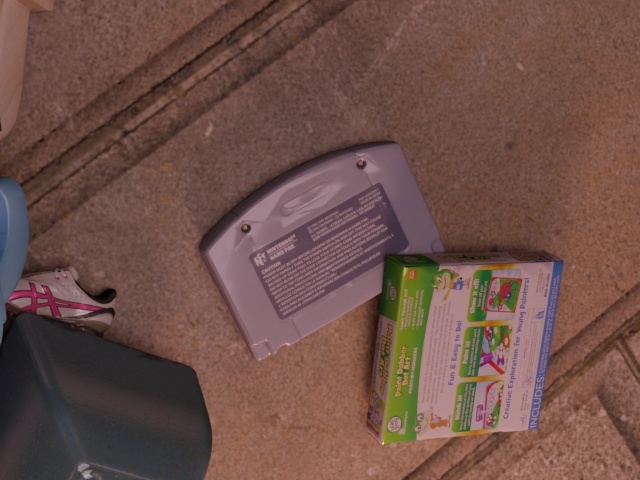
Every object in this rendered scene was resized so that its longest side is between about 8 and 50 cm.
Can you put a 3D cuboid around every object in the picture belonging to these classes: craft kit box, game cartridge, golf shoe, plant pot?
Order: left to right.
[{"bbox_3d":[-0.333,0.062,1.696,0.186,0.067,0.086,26,84,-31],"label":"golf shoe"},{"bbox_3d":[-0.264,0.273,1.618,0.247,0.252,0.248,22,102,-28],"label":"plant pot"},{"bbox_3d":[0.000,0.000,1.813,0.294,0.060,0.196,-29,110,-14],"label":"game cartridge"},{"bbox_3d":[0.191,0.140,1.874,0.246,0.061,0.250,-2,108,-28],"label":"craft kit box"}]

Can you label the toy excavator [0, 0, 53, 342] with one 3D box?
[{"bbox_3d":[-0.404,-0.079,1.487,0.222,0.445,0.433,-2,106,18],"label":"toy excavator"}]
